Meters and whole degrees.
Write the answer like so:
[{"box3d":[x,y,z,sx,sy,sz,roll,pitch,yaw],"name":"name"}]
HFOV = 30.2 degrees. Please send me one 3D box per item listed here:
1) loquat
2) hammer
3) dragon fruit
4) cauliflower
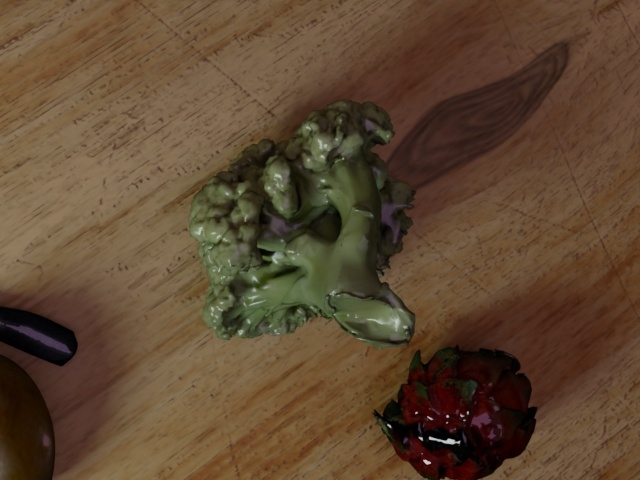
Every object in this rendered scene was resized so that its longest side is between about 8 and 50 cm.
[{"box3d":[-0.386,0.237,1.318,0.179,0.179,0.227,-4,103,-14],"name":"loquat"},{"box3d":[-0.420,0.085,1.367,0.290,0.037,0.137,23,87,-15],"name":"hammer"},{"box3d":[0.175,0.210,1.465,0.182,0.182,0.188,41,84,-13],"name":"dragon fruit"},{"box3d":[-0.019,-0.010,1.341,0.261,0.281,0.327,23,100,-11],"name":"cauliflower"}]
